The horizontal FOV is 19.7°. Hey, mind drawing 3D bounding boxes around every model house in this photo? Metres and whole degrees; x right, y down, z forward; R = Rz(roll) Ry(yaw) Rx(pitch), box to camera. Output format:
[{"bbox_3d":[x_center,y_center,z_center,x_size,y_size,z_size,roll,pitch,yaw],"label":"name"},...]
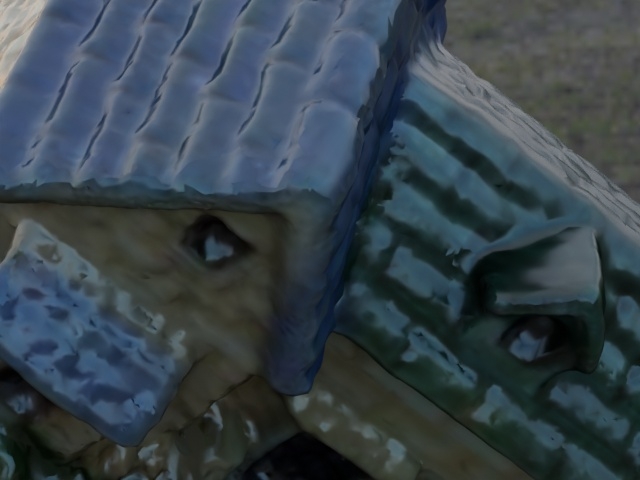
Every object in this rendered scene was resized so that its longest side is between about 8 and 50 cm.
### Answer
[{"bbox_3d":[0.000,0.000,1.087,0.400,0.445,0.395,-33,26,39],"label":"model house"}]
